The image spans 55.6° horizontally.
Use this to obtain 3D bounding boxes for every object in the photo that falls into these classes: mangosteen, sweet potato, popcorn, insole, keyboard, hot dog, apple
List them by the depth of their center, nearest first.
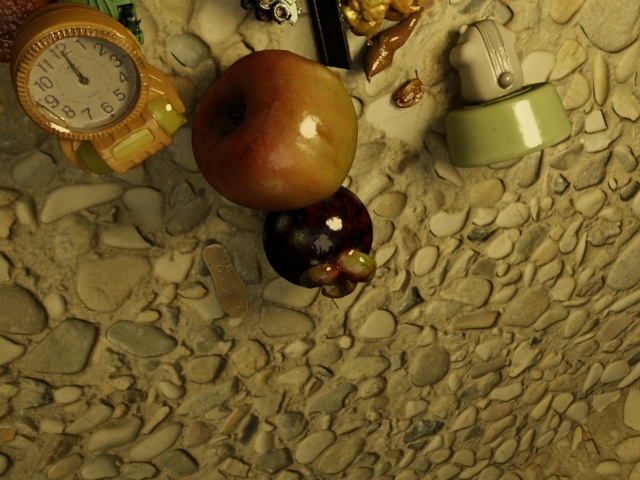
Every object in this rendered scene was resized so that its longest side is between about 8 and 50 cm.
[{"bbox_3d":[0.003,-0.509,1.268,0.018,0.101,0.310,-37,128,-29],"label":"keyboard"},{"bbox_3d":[0.121,-0.532,1.275,0.194,0.140,0.163,-29,134,10],"label":"popcorn"},{"bbox_3d":[-0.087,-0.218,1.278,0.338,0.338,0.305,-51,143,13],"label":"apple"},{"bbox_3d":[0.154,-0.451,1.381,0.068,0.068,0.226,42,81,-34],"label":"sweet potato"},{"bbox_3d":[0.000,0.000,1.453,0.288,0.288,0.288,-9,122,-15],"label":"mangosteen"},{"bbox_3d":[0.216,-0.356,1.471,0.083,0.035,0.058,-36,129,3],"label":"hot dog"},{"bbox_3d":[-0.244,0.108,1.590,0.081,0.011,0.248,-22,124,-6],"label":"insole"}]

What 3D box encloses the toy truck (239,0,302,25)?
[{"bbox_3d":[-0.125,-0.527,1.203,0.216,0.110,0.116,32,92,-32],"label":"toy truck"}]

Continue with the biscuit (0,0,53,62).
[{"bbox_3d":[-0.652,-0.422,1.096,0.277,0.052,0.262,19,116,-30],"label":"biscuit"}]

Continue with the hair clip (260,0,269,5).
[{"bbox_3d":[-0.076,-0.530,1.146,0.116,0.049,0.172,26,81,-37],"label":"hair clip"}]

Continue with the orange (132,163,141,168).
[{"bbox_3d":[-0.415,-0.193,1.305,0.083,0.083,0.084,-9,122,-15],"label":"orange"}]

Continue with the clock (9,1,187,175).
[{"bbox_3d":[-0.421,-0.285,1.127,0.244,0.200,0.317,-35,144,-1],"label":"clock"}]

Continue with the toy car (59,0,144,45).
[{"bbox_3d":[-0.417,-0.497,1.100,0.141,0.097,0.321,-15,139,-12],"label":"toy car"}]

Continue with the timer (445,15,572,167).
[{"bbox_3d":[0.408,-0.363,1.435,0.290,0.291,0.315,-21,102,-8],"label":"timer"}]
